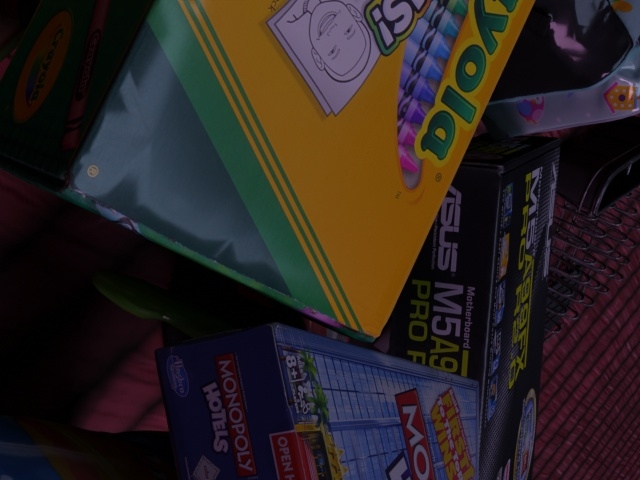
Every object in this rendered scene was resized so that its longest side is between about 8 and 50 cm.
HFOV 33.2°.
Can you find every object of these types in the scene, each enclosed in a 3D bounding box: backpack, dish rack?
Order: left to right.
[{"bbox_3d":[0.152,-0.158,0.656,0.144,0.166,0.188,45,63,-23],"label":"backpack"},{"bbox_3d":[0.269,0.010,1.103,0.208,0.074,0.271,-26,137,-45],"label":"dish rack"}]

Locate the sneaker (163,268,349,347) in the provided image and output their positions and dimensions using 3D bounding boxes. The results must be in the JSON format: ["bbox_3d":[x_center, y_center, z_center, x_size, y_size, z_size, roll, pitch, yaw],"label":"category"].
[{"bbox_3d":[0.001,0.000,0.624,0.136,0.116,0.314,-29,138,-46],"label":"sneaker"}]

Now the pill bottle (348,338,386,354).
[{"bbox_3d":[-0.020,0.174,0.744,0.221,0.121,0.121,-53,151,-12],"label":"pill bottle"}]

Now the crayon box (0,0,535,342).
[{"bbox_3d":[0.005,-0.118,0.427,0.165,0.081,0.278,29,83,-43],"label":"crayon box"}]

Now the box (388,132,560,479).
[{"bbox_3d":[0.100,0.071,0.694,0.216,0.060,0.270,-21,116,-67],"label":"box"}]

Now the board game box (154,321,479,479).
[{"bbox_3d":[0.023,0.128,0.477,0.194,0.060,0.194,-2,79,-61],"label":"board game box"}]

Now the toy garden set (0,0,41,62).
[{"bbox_3d":[-0.107,-0.181,0.352,0.204,0.049,0.244,-50,150,-18],"label":"toy garden set"}]

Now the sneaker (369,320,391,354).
[{"bbox_3d":[0.089,0.221,0.871,0.127,0.208,0.319,18,99,-60],"label":"sneaker"}]

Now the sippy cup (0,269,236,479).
[{"bbox_3d":[-0.147,0.172,0.459,0.224,0.240,0.305,39,43,-51],"label":"sippy cup"}]
